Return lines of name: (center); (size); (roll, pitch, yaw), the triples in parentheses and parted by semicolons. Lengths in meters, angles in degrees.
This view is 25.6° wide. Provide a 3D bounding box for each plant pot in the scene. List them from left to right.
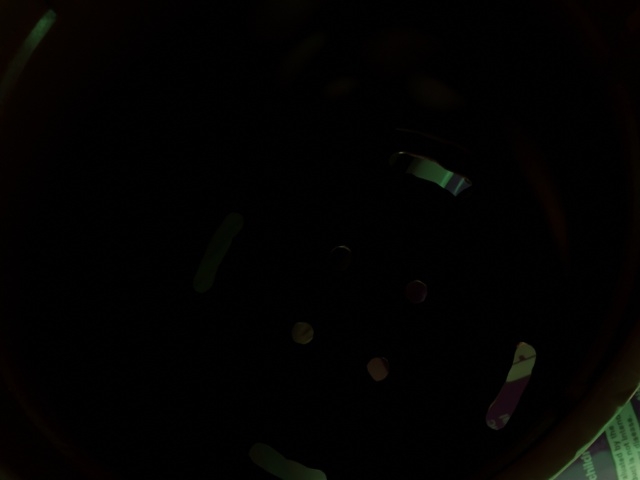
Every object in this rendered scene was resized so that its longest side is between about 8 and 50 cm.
plant pot: (0.000, 0.000, 0.548); (0.272, 0.272, 0.265); (-49, 164, -7)

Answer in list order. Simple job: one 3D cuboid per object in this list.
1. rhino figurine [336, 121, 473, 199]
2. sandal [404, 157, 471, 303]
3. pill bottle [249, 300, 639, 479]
rhino figurine: (0.104, -0.067, 0.734); (0.243, 0.073, 0.106); (11, 120, -19)
sandal: (0.152, -0.063, 0.853); (0.169, 0.102, 0.416); (8, 116, -58)
pill bottle: (0.063, 0.121, 0.795); (0.301, 0.169, 0.169); (-21, 145, -8)
